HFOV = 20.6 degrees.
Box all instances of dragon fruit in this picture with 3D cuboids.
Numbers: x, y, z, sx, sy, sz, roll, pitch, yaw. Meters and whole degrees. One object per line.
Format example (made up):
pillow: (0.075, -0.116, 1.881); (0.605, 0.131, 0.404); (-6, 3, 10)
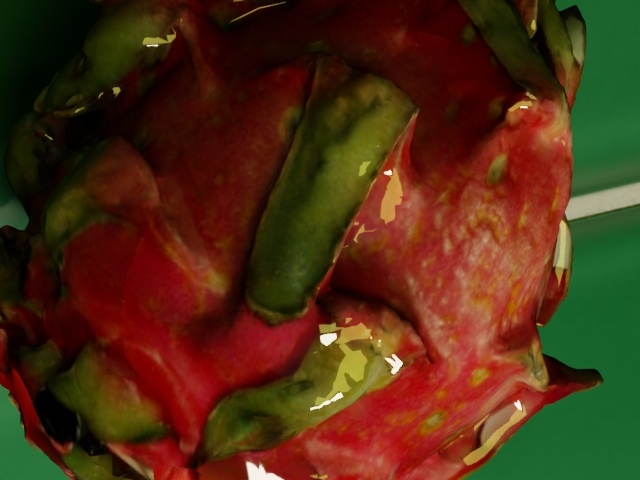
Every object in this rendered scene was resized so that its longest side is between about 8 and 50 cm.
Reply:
dragon fruit: (-0.009, -0.006, 0.761); (0.231, 0.237, 0.302); (18, 106, -56)
